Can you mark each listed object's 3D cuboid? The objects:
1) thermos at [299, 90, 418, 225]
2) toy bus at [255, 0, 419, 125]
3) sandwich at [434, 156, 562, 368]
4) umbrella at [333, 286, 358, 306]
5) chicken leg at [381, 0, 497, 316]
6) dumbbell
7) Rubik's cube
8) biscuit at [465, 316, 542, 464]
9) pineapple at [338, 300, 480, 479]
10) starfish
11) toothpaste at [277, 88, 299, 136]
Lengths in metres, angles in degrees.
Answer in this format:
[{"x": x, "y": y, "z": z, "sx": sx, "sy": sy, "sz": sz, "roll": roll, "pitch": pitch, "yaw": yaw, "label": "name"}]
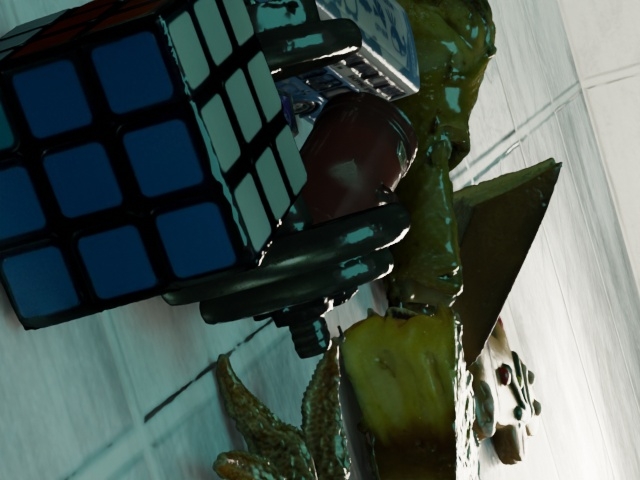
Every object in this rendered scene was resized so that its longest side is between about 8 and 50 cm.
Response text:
[{"x": 0.006, "y": -0.023, "z": 1.454, "sx": 0.232, "sy": 0.124, "sz": 0.099, "roll": -62, "pitch": 145, "yaw": -45, "label": "thermos"}, {"x": -0.018, "y": -0.190, "z": 1.507, "sx": 0.297, "sy": 0.131, "sz": 0.106, "roll": 27, "pitch": 51, "yaw": -65, "label": "toy bus"}, {"x": 0.172, "y": 0.015, "z": 1.873, "sx": 0.094, "sy": 0.096, "sz": 0.258, "roll": -126, "pitch": -122, "yaw": -72, "label": "sandwich"}, {"x": -0.001, "y": 0.001, "z": 1.571, "sx": 0.036, "sy": 0.031, "sz": 0.133, "roll": -67, "pitch": 138, "yaw": -61, "label": "umbrella"}, {"x": 0.111, "y": -0.106, "z": 1.823, "sx": 0.201, "sy": 0.153, "sz": 0.429, "roll": 76, "pitch": 14, "yaw": -67, "label": "chicken leg"}, {"x": -0.044, "y": -0.056, "z": 1.232, "sx": 0.192, "sy": 0.192, "sz": 0.289, "roll": -23, "pitch": 98, "yaw": -72, "label": "dumbbell"}, {"x": -0.119, "y": -0.060, "z": 1.051, "sx": 0.163, "sy": 0.161, "sz": 0.162, "roll": -63, "pitch": 135, "yaw": -65, "label": "Rubik's cube"}, {"x": 0.216, "y": 0.170, "z": 2.069, "sx": 0.301, "sy": 0.049, "sz": 0.196, "roll": 38, "pitch": 43, "yaw": -64, "label": "biscuit"}, {"x": 0.095, "y": 0.177, "z": 1.594, "sx": 0.186, "sy": 0.115, "sz": 0.236, "roll": -67, "pitch": 142, "yaw": -63, "label": "pineapple"}, {"x": 0.001, "y": 0.211, "z": 1.328, "sx": 0.301, "sy": 0.084, "sz": 0.293, "roll": -47, "pitch": 122, "yaw": -65, "label": "starfish"}, {"x": -0.070, "y": -0.108, "z": 1.437, "sx": 0.196, "sy": 0.040, "sz": 0.047, "roll": 8, "pitch": 66, "yaw": -70, "label": "toothpaste"}]
